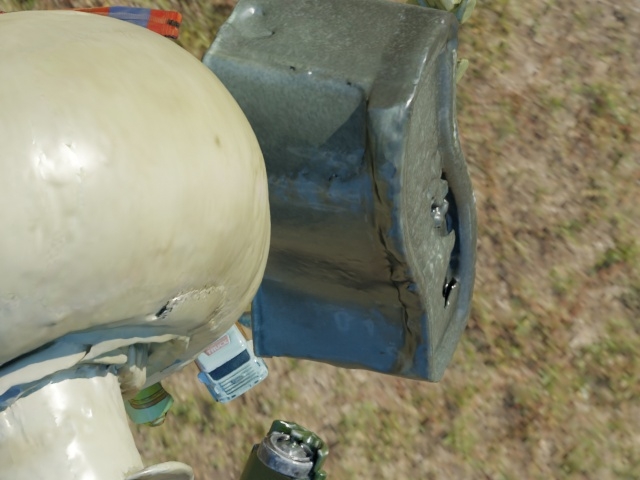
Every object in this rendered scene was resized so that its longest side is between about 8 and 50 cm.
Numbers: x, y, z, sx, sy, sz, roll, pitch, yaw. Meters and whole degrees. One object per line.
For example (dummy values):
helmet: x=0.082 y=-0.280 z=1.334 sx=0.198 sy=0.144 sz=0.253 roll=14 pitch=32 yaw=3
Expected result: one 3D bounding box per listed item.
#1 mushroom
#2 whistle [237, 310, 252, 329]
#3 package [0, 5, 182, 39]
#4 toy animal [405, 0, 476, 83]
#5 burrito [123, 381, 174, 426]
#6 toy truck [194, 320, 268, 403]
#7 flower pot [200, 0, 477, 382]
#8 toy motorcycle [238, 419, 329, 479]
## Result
mushroom: x=-0.126 y=0.022 z=0.612 sx=0.246 sy=0.246 sz=0.202 roll=-24 pitch=72 yaw=-8
whistle: x=0.000 y=0.000 z=1.362 sx=0.093 sy=0.274 sz=0.186 roll=17 pitch=87 yaw=-28
package: x=-0.248 y=-0.227 z=1.635 sx=0.200 sy=0.083 sz=0.022 roll=1 pitch=118 yaw=-1
toy animal: x=0.133 y=-0.267 z=1.765 sx=0.103 sy=0.101 sz=0.219 roll=-12 pitch=131 yaw=-61
burrito: x=-0.208 y=0.069 z=1.480 sx=0.054 sy=0.104 sz=0.288 roll=-25 pitch=138 yaw=-3
toy truck: x=-0.138 y=0.100 z=1.840 sx=0.080 sy=0.178 sz=0.115 roll=-32 pitch=134 yaw=-5
flower pot: x=0.014 y=-0.019 z=0.790 sx=0.108 sy=0.103 sz=0.229 roll=11 pitch=144 yaw=19
toy motorcycle: x=-0.005 y=0.354 z=1.884 sx=0.127 sy=0.275 sz=0.205 roll=2 pitch=114 yaw=-57
